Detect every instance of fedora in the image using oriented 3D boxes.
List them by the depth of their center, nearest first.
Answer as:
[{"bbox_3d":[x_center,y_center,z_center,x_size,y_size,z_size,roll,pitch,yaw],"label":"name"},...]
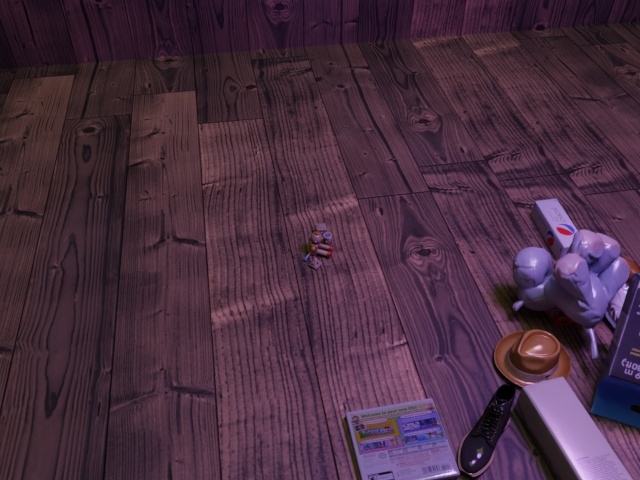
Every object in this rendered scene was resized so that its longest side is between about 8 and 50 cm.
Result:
[{"bbox_3d":[0.533,0.280,1.542,0.194,0.079,0.194,0,43,0],"label":"fedora"}]

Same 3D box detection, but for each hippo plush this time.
[{"bbox_3d":[0.634,0.104,1.606,0.234,0.294,0.236,-32,19,-28],"label":"hippo plush"}]

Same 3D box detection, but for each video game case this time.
[{"bbox_3d":[0.179,0.457,1.391,0.212,0.023,0.193,-8,44,-8],"label":"video game case"}]

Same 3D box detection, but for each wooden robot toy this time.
[{"bbox_3d":[0.000,0.000,1.835,0.076,0.079,0.173,9,44,9],"label":"wooden robot toy"}]

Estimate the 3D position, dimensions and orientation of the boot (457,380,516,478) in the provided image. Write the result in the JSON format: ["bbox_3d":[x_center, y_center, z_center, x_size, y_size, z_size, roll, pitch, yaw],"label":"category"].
[{"bbox_3d":[0.365,0.409,1.361,0.077,0.137,0.198,23,48,22],"label":"boot"}]

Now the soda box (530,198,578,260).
[{"bbox_3d":[0.720,-0.032,1.885,0.074,0.069,0.216,-6,43,-6],"label":"soda box"}]

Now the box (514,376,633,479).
[{"bbox_3d":[0.547,0.444,1.358,0.113,0.094,0.275,-10,44,-11],"label":"box"}]

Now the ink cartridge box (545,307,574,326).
[{"bbox_3d":[0.642,0.178,1.688,0.063,0.029,0.115,-12,44,-13],"label":"ink cartridge box"}]

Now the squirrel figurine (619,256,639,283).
[{"bbox_3d":[1.018,0.050,1.533,0.397,0.370,0.281,30,14,-12],"label":"squirrel figurine"}]

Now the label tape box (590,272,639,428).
[{"bbox_3d":[0.778,0.273,1.370,0.249,0.348,0.115,17,5,17],"label":"label tape box"}]

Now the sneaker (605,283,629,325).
[{"bbox_3d":[0.809,0.207,1.613,0.118,0.110,0.292,-36,54,-22],"label":"sneaker"}]
